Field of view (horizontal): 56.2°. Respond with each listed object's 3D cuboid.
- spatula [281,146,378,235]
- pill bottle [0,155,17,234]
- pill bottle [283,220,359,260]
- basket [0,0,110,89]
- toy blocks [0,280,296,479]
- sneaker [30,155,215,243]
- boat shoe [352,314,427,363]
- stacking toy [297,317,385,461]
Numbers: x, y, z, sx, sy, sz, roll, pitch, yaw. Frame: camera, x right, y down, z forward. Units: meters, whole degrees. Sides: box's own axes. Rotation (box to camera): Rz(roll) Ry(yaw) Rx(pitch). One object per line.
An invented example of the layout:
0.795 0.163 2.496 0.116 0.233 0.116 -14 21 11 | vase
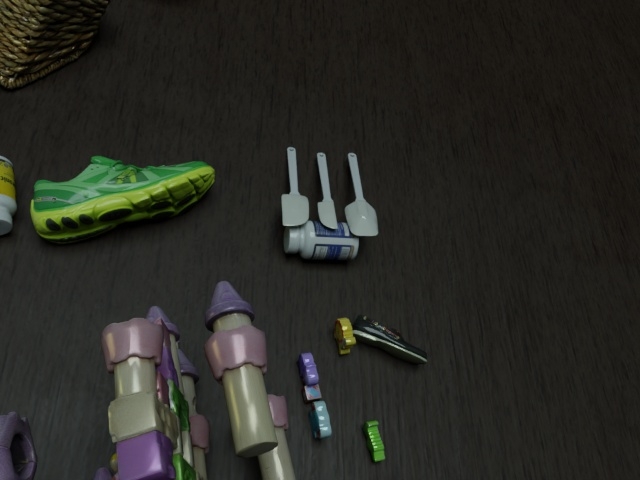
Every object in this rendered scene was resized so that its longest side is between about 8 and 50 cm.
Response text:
0.012 -0.093 1.082 0.168 0.019 0.242 3 40 -7 | spatula
-0.499 -0.068 0.913 0.065 0.065 0.116 -7 62 -22 | pill bottle
0.000 0.000 1.029 0.120 0.067 0.067 3 58 -16 | pill bottle
-0.569 -0.451 1.118 0.299 0.223 0.213 37 23 8 | basket
-0.205 0.182 0.713 0.309 0.288 0.260 -14 58 -6 | toy blocks
-0.311 -0.091 0.961 0.296 0.109 0.123 -16 69 -26 | sneaker
0.115 0.161 0.973 0.133 0.049 0.042 24 63 3 | boat shoe
-0.008 0.230 0.890 0.167 0.052 0.221 -6 61 -21 | stacking toy
